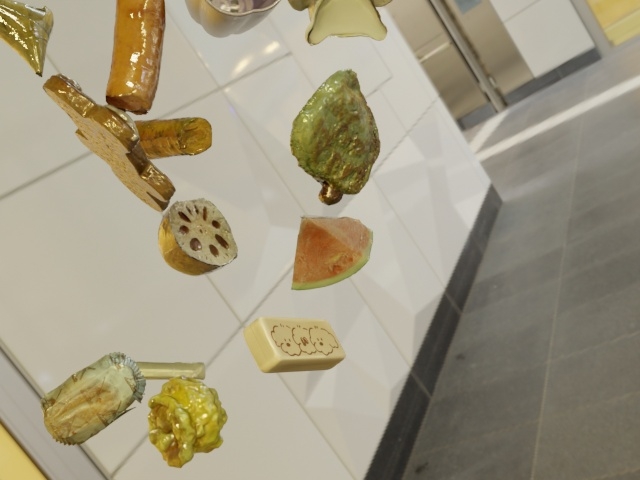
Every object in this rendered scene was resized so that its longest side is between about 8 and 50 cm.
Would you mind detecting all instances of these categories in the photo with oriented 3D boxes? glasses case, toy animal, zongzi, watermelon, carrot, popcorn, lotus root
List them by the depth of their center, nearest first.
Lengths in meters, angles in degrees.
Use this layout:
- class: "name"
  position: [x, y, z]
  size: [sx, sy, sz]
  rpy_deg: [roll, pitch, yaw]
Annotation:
- class: "popcorn"
  position: [-0.298, 0.390, 1.490]
  size: [0.156, 0.197, 0.198]
  rpy_deg: [-19, -1, -38]
- class: "toy animal"
  position: [0.037, -0.601, 1.738]
  size: [0.249, 0.174, 0.289]
  rpy_deg: [-14, 32, -27]
- class: "carrot"
  position: [-0.419, -0.270, 1.834]
  size: [0.302, 0.114, 0.114]
  rpy_deg: [4, 34, 40]
- class: "glasses case"
  position: [-0.067, 0.293, 1.937]
  size: [0.076, 0.144, 0.336]
  rpy_deg: [-42, -27, 23]
- class: "zongzi"
  position: [-0.909, -0.595, 2.008]
  size: [0.115, 0.228, 0.256]
  rpy_deg: [-45, 42, 53]
- class: "lotus root"
  position: [-0.415, 0.002, 2.217]
  size: [0.192, 0.272, 0.272]
  rpy_deg: [-29, 11, 40]
- class: "watermelon"
  position: [0.012, 0.038, 2.239]
  size: [0.283, 0.250, 0.293]
  rpy_deg: [-2, 3, 30]

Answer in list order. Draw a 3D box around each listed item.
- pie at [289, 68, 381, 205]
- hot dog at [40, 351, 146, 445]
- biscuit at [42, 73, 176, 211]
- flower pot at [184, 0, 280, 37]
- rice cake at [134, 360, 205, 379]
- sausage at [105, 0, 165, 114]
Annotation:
- class: "pie"
  position: [0.059, -0.354, 2.239]
  size: [0.181, 0.418, 0.395]
  rpy_deg: [12, 63, 27]
- class: "hot dog"
  position: [-0.575, 0.399, 1.741]
  size: [0.270, 0.162, 0.082]
  rpy_deg: [-34, 10, -9]
- class: "biscuit"
  position: [-0.421, -0.191, 1.479]
  size: [0.064, 0.283, 0.432]
  rpy_deg: [-51, -21, -14]
- class: "flower pot"
  position: [-0.227, -0.644, 1.731]
  size: [0.265, 0.265, 0.243]
  rpy_deg: [-37, 5, -15]
- class: "rice cake"
  position: [-0.490, 0.408, 2.157]
  size: [0.256, 0.057, 0.052]
  rpy_deg: [5, -10, -21]
- class: "sausage"
  position: [-0.359, -0.383, 1.355]
  size: [0.109, 0.270, 0.109]
  rpy_deg: [3, -9, 0]
